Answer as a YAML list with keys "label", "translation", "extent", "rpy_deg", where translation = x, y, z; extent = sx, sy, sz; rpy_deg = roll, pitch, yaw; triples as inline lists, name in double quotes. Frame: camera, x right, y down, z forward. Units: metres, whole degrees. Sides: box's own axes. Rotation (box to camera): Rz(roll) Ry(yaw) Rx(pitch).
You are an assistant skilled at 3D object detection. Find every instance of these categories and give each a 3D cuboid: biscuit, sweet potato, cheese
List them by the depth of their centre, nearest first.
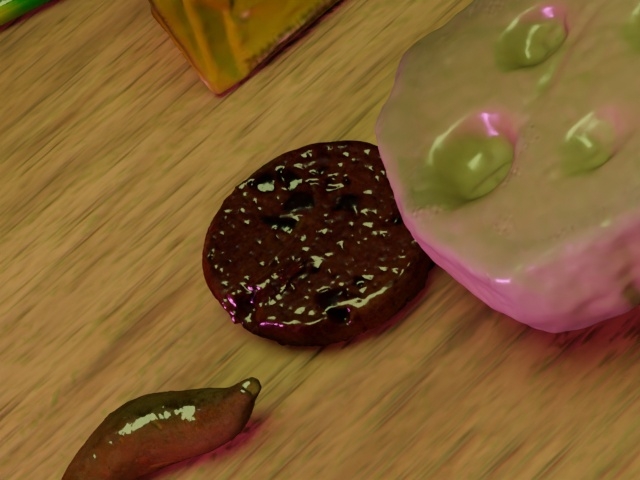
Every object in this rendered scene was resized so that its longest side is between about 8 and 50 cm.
- label: "cheese"
  translation: [0.186, -0.091, 1.036]
  extent: [0.326, 0.115, 0.318]
  rpy_deg: [20, 76, 47]
- label: "sweet potato"
  translation: [-0.151, 0.167, 1.102]
  extent: [0.249, 0.059, 0.069]
  rpy_deg: [-34, 67, 3]
- label: "biscuit"
  translation: [0.000, 0.000, 1.153]
  extent: [0.192, 0.049, 0.192]
  rpy_deg: [-6, 56, 9]

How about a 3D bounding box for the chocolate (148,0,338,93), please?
- label: "chocolate"
  translation: [-0.063, -0.330, 1.240]
  extent: [0.301, 0.289, 0.137]
  rpy_deg: [-39, 45, -5]

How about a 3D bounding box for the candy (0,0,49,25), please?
- label: "candy"
  translation: [-0.295, -0.259, 1.427]
  extent: [0.178, 0.032, 0.102]
  rpy_deg: [-26, 55, 4]
